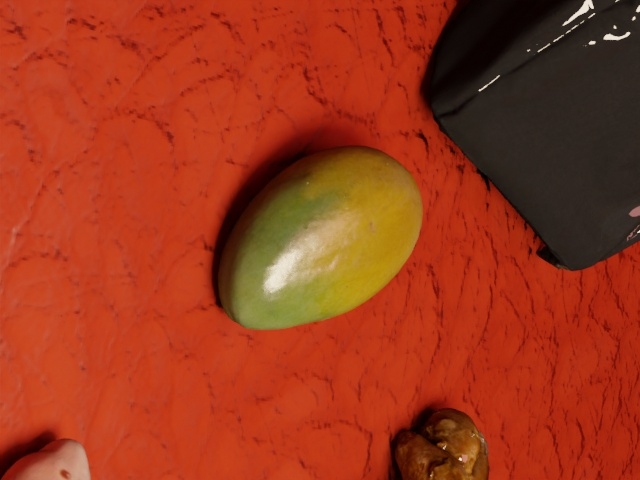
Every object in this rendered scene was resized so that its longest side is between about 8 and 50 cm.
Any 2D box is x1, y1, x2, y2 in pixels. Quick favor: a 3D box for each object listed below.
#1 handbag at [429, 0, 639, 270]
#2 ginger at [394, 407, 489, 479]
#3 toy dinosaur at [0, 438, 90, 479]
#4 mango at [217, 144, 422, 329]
[{"bbox_3d":[0.243,-0.143,1.546,0.302,0.275,0.178,41,24,-42],"label":"handbag"},{"bbox_3d":[0.104,0.209,1.503,0.162,0.073,0.103,-77,158,-44],"label":"ginger"},{"bbox_3d":[-0.169,0.250,1.152,0.194,0.152,0.177,-53,125,-37],"label":"toy dinosaur"},{"bbox_3d":[0.000,0.000,1.338,0.195,0.092,0.130,-40,128,-26],"label":"mango"}]
